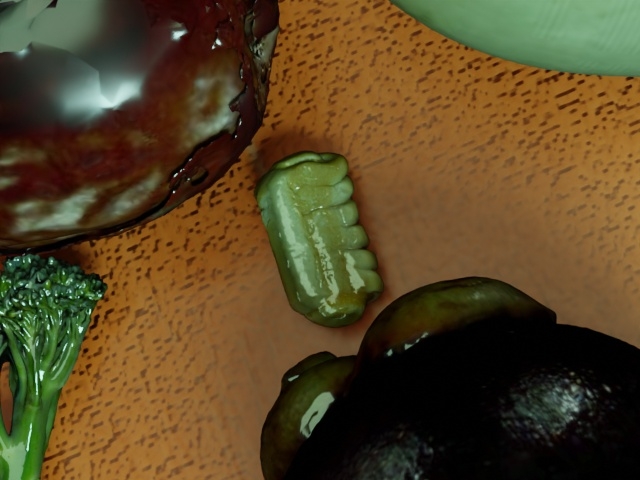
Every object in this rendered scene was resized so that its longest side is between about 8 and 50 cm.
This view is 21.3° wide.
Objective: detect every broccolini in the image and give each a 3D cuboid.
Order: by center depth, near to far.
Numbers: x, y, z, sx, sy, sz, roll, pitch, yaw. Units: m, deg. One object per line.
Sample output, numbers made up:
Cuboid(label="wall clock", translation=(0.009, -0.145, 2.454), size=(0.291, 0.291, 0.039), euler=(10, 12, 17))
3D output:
Cuboid(label="broccolini", translation=(-0.152, 0.112, 0.812), size=(0.067, 0.058, 0.216), euler=(9, 82, 11))

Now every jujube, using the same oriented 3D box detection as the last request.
Cuboid(label="jujube", translation=(-0.139, -0.087, 0.786), size=(0.243, 0.183, 0.183), euler=(-6, 78, 12))

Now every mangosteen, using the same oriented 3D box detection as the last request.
Cuboid(label="mangosteen", translation=(0.063, 0.115, 0.708), size=(0.211, 0.211, 0.250), euler=(-46, 43, 1))

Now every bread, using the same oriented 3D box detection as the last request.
Cuboid(label="bread", translation=(0.000, 0.000, 0.813), size=(0.049, 0.033, 0.088), euler=(-19, 80, -7))

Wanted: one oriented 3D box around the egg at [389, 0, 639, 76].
Cuboid(label="egg", translation=(0.132, -0.175, 0.726), size=(0.295, 0.218, 0.218), euler=(18, 84, -1))
